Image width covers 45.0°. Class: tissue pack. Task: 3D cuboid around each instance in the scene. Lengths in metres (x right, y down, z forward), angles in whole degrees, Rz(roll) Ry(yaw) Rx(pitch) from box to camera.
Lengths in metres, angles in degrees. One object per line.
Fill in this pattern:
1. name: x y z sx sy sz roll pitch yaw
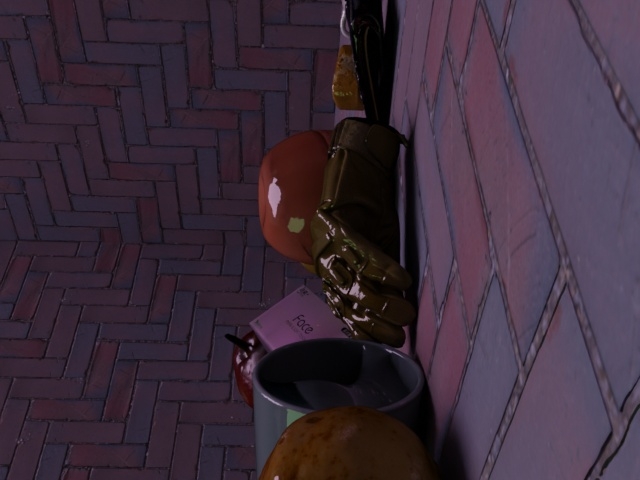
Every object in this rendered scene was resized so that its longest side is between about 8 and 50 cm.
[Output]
1. tissue pack: -0.023 0.204 1.521 0.246 0.148 0.092 36 158 56

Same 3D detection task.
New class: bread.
1. bread: 0.076 -0.337 1.619 0.122 0.073 0.149 64 -147 -62

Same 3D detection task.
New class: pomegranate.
1. pomegranate: 0.021 0.274 0.739 0.215 0.215 0.215 -179 90 -88

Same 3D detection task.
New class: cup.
1. cup: 0.018 0.300 0.966 0.205 0.205 0.312 -94 5 -74

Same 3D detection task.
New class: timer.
1. timer: 0.007 -0.072 1.304 0.229 0.215 0.229 178 90 -79

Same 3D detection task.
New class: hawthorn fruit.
1. hawthorn fruit: -0.084 0.298 1.878 0.285 0.369 0.284 -40 34 35

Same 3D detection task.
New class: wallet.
1. wallet: 0.091 -0.329 1.404 0.221 0.071 0.262 -94 -3 -53

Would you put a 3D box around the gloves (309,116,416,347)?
1. gloves: 0.055 -0.003 1.071 0.154 0.141 0.331 102 170 -74

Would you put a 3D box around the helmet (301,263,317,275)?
1. helmet: 0.000 0.000 1.802 0.257 0.140 0.205 8 -95 -68

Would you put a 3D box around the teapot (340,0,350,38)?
1. teapot: 0.078 -0.528 1.581 0.145 0.092 0.226 -86 -3 -67
